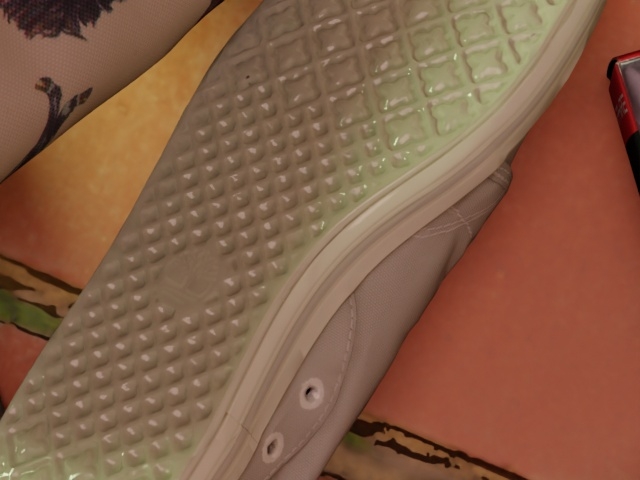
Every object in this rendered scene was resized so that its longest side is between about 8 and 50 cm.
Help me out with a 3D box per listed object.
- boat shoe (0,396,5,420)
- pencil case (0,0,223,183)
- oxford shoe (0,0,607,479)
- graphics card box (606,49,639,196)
[{"bbox_3d":[-0.278,0.029,0.952,0.156,0.136,0.367,-26,81,3],"label":"boat shoe"},{"bbox_3d":[-0.175,-0.121,0.862,0.410,0.160,0.183,-42,113,-26],"label":"pencil case"},{"bbox_3d":[0.000,0.000,0.938,0.169,0.130,0.449,24,73,36],"label":"oxford shoe"},{"bbox_3d":[0.300,0.057,0.912,0.233,0.094,0.370,-15,85,4],"label":"graphics card box"}]
